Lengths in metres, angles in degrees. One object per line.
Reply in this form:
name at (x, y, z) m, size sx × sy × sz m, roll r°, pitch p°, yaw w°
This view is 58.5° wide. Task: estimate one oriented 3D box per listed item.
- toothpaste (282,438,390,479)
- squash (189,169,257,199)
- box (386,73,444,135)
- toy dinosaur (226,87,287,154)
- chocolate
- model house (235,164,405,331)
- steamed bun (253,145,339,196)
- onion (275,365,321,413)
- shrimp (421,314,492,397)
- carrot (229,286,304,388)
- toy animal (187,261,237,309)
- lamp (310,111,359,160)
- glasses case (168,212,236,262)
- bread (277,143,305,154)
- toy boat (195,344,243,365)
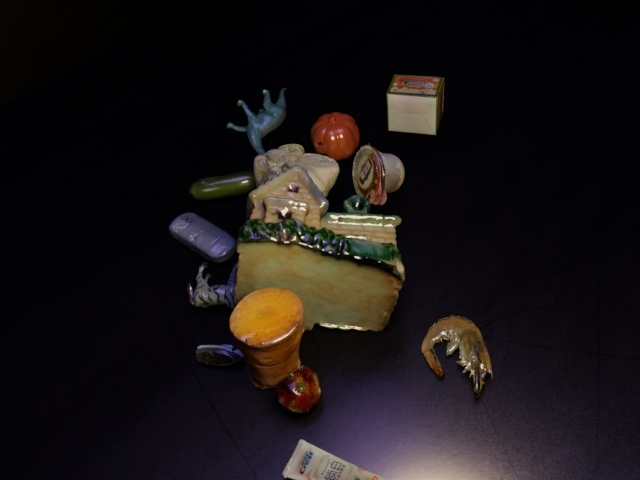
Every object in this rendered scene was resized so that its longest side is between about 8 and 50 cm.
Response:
toothpaste at (0.070, 0.556, 1.322) m, size 0.323 × 0.066 × 0.100 m, roll 11°, pitch 49°, yaw 26°
squash at (-0.318, -0.205, 2.088) m, size 0.332 × 0.087 × 0.087 m, roll -10°, pitch 46°, yaw -1°
box at (0.366, -0.524, 2.197) m, size 0.195 × 0.177 × 0.148 m, roll 9°, pitch 49°, yaw 18°
toy dinosaur at (-0.181, -0.456, 2.305) m, size 0.383 × 0.129 × 0.331 m, roll -36°, pitch 62°, yaw -24°
chocolate at (0.217, -0.225, 1.964) m, size 0.147 × 0.221 × 0.221 m, roll -4°, pitch 43°, yaw -20°
model house at (0.000, 0.000, 1.625) m, size 0.445 × 0.395 × 0.400 m, roll 6°, pitch 46°, yaw 0°
steamed bun at (-0.084, -0.188, 1.963) m, size 0.268 × 0.207 × 0.280 m, roll 21°, pitch 27°, yaw 21°
onion at (-0.053, 0.388, 1.466) m, size 0.117 × 0.118 × 0.118 m, roll -31°, pitch 50°, yaw -14°
shrimp at (0.356, 0.302, 1.514) m, size 0.173 × 0.058 × 0.253 m, roll -10°, pitch 43°, yaw 12°
carrot at (-0.121, 0.271, 1.487) m, size 0.196 × 0.254 × 0.196 m, roll -4°, pitch 42°, yaw 4°
toy animal at (-0.281, 0.146, 1.749) m, size 0.255 × 0.090 × 0.170 m, roll 10°, pitch 55°, yaw 22°
lamp at (0.054, -0.398, 2.145) m, size 0.188 × 0.164 × 0.187 m, roll -5°, pitch 49°, yaw 6°
glasses case at (-0.398, -0.012, 1.930) m, size 0.282 × 0.067 × 0.109 m, roll 27°, pitch 59°, yaw 32°
bread at (-0.117, -0.296, 2.149) m, size 0.117 × 0.064 × 0.156 m, roll 2°, pitch 49°, yaw 18°
toy boat at (-0.280, 0.318, 1.611) m, size 0.140 × 0.059 × 0.066 m, roll 2°, pitch 21°, yaw 14°
